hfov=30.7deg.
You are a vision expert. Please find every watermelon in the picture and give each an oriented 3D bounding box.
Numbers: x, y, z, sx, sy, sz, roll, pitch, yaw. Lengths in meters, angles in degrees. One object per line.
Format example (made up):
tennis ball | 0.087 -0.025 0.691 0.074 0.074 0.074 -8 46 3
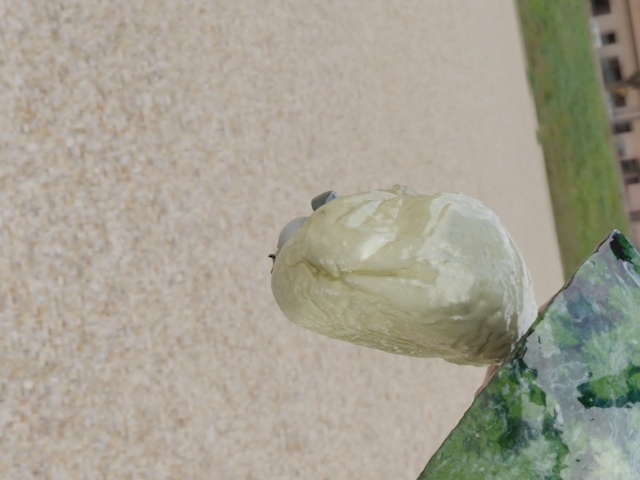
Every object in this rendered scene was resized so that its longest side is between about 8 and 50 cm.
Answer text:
watermelon | 0.179 0.171 0.818 0.260 0.256 0.176 53 2 3

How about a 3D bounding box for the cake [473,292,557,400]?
cake | 0.369 0.230 1.500 0.230 0.309 0.237 -49 -157 44

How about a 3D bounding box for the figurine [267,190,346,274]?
figurine | 0.000 0.000 1.824 0.126 0.192 0.147 53 18 -18

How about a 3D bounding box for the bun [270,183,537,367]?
bun | 0.068 0.022 0.922 0.220 0.220 0.134 41 62 -70
